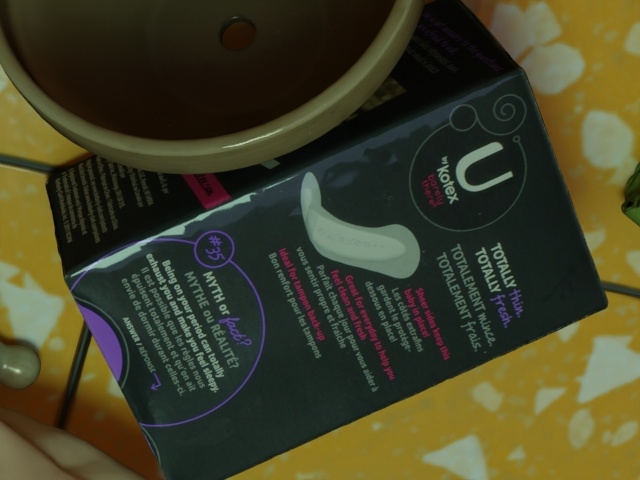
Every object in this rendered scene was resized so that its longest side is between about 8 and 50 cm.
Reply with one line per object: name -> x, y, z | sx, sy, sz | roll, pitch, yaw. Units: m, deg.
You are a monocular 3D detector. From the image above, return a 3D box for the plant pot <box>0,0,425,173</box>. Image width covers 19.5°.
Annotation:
plant pot -> -0.055, -0.132, 0.995 | 0.237, 0.237, 0.110 | -23, 155, -1

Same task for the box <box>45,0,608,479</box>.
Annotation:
box -> 0.000, 0.000, 1.070 | 0.270, 0.143, 0.165 | -24, 117, -1

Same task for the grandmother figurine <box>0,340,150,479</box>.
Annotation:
grandmother figurine -> -0.227, 0.107, 1.051 | 0.342, 0.208, 0.104 | 35, 105, -1

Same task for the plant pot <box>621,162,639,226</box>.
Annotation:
plant pot -> 0.231, -0.019, 1.148 | 0.079, 0.083, 0.083 | 29, 105, -8
